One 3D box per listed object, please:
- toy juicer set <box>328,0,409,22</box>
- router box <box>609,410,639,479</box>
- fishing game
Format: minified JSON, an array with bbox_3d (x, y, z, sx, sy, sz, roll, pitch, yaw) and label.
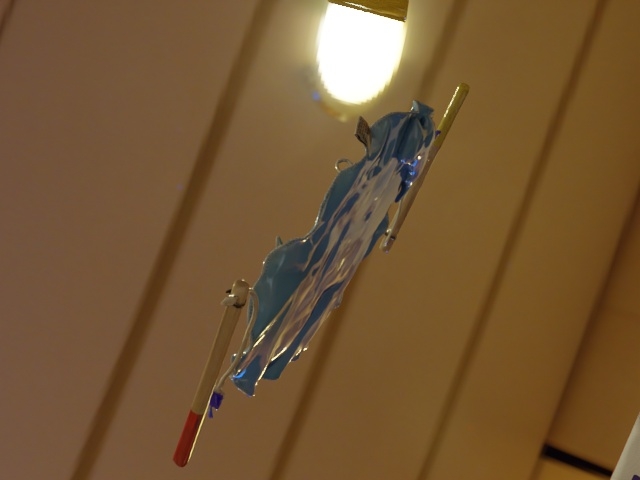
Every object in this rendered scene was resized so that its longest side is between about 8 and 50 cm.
[{"bbox_3d":[0.066,-0.337,1.040,0.209,0.089,0.329,-81,-3,-50],"label":"toy juicer set"},{"bbox_3d":[0.349,0.210,0.964,0.082,0.335,0.301,-22,-41,-36],"label":"router box"},{"bbox_3d":[0.000,0.000,0.811,0.264,0.041,0.189,-45,-17,-46],"label":"fishing game"}]
